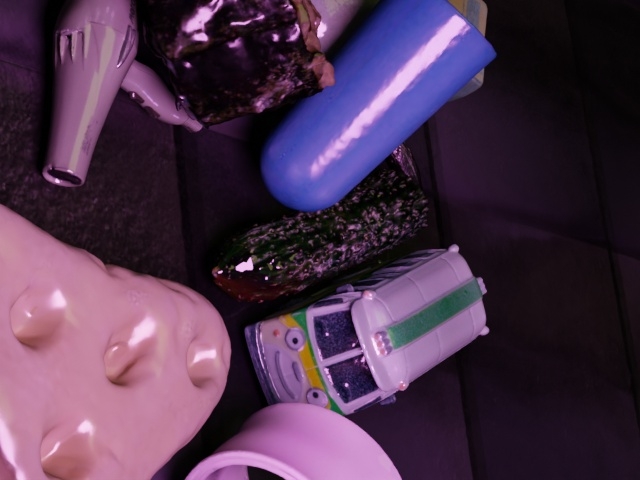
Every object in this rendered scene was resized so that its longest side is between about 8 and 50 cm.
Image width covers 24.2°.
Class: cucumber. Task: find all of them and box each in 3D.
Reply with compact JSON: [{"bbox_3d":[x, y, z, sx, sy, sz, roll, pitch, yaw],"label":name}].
[{"bbox_3d":[0.000,0.000,1.647,0.359,0.096,0.096,-25,96,-56],"label":"cucumber"},{"bbox_3d":[0.105,-0.096,1.890,0.135,0.034,0.033,57,32,-22],"label":"cucumber"}]

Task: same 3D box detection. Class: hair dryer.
[{"bbox_3d":[-0.204,-0.123,1.457,0.225,0.088,0.219,62,39,-40],"label":"hair dryer"}]

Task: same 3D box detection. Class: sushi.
[{"bbox_3d":[-0.101,-0.285,1.451,0.211,0.171,0.350,-81,155,-70],"label":"sushi"}]

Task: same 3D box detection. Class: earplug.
[{"bbox_3d":[0.045,-0.143,1.579,0.132,0.273,0.132,43,6,-5],"label":"earplug"}]

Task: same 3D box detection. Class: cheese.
[{"bbox_3d":[-0.231,0.076,1.259,0.328,0.129,0.351,61,36,-17],"label":"cheese"}]

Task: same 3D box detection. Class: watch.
[{"bbox_3d":[0.006,0.266,1.406,0.196,0.244,0.231,-34,110,-54],"label":"watch"}]

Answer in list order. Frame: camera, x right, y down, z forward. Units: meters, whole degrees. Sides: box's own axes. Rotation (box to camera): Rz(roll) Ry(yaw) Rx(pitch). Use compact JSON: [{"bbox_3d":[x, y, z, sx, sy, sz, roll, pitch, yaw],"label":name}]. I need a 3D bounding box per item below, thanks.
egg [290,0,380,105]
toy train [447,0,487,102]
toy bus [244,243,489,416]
[{"bbox_3d":[0.002,-0.232,1.688,0.236,0.169,0.169,42,45,-36],"label":"egg"},{"bbox_3d":[0.070,-0.347,1.867,0.369,0.150,0.237,28,59,-43],"label":"toy train"},{"bbox_3d":[0.059,0.098,1.624,0.276,0.164,0.134,-26,95,-56],"label":"toy bus"}]
